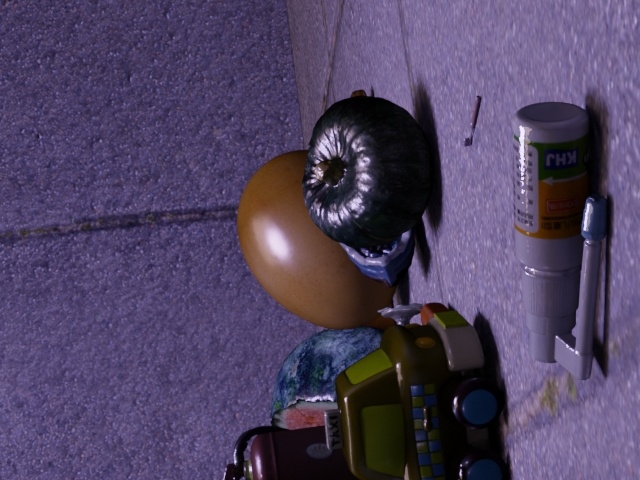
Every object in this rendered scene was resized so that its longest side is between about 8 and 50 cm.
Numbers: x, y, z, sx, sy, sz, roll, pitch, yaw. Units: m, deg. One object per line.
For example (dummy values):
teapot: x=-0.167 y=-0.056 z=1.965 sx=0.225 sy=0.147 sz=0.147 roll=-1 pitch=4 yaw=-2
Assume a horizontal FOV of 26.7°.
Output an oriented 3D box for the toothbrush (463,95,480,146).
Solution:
toothbrush: x=0.171 y=-0.134 z=1.517 sx=0.097 sy=0.008 sz=0.006 roll=94 pitch=155 yaw=-60

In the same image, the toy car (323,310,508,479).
toy car: x=0.104 y=0.219 z=1.602 sx=0.204 sy=0.198 sz=0.248 roll=-126 pitch=28 yaw=-78

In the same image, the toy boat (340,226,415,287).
toy boat: x=0.075 y=-0.057 z=2.021 sx=0.309 sy=0.129 sz=0.142 roll=-100 pitch=-7 yaw=-50

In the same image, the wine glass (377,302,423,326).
wine glass: x=0.129 y=0.177 z=2.015 sx=0.072 sy=0.072 sz=0.155 roll=103 pitch=162 yaw=-76

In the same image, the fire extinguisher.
fire extinguisher: x=0.024 y=0.307 z=1.806 sx=0.105 sy=0.341 sz=0.141 roll=110 pitch=152 yaw=-80

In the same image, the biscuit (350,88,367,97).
biscuit: x=0.083 y=-0.142 z=2.372 sx=0.180 sy=0.039 sz=0.236 roll=116 pitch=147 yaw=-76

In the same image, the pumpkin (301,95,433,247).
pumpkin: x=0.059 y=-0.094 z=1.847 sx=0.211 sy=0.152 sz=0.212 roll=-15 pitch=68 yaw=41

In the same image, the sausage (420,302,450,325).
sausage: x=0.159 y=0.113 z=1.759 sx=0.131 sy=0.041 sz=0.039 roll=-117 pitch=27 yaw=-77

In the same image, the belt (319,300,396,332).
belt: x=0.064 y=0.127 z=2.484 sx=0.217 sy=0.122 sz=0.339 roll=92 pitch=169 yaw=-46

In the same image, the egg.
egg: x=0.000 y=0.000 z=2.228 sx=0.322 sy=0.250 sz=0.250 roll=60 pitch=167 yaw=19

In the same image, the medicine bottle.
medicine bottle: x=0.198 y=0.003 z=1.100 sx=0.092 sy=0.061 sz=0.221 roll=39 pitch=139 yaw=56

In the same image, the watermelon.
watermelon: x=0.030 y=0.284 z=2.299 sx=0.226 sy=0.318 sz=0.148 roll=46 pitch=-141 yaw=-11
